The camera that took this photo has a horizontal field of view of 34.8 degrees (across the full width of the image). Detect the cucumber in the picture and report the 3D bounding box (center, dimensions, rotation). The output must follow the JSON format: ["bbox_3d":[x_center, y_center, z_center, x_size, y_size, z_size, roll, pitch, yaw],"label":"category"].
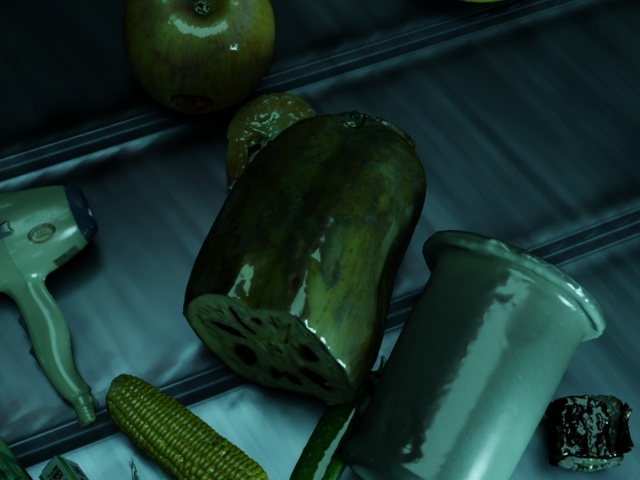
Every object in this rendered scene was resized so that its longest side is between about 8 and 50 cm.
[{"bbox_3d":[0.015,0.243,1.224,0.056,0.056,0.250,28,67,9],"label":"cucumber"}]

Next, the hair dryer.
[{"bbox_3d":[-0.419,0.085,1.250,0.295,0.119,0.298,-4,77,0],"label":"hair dryer"}]

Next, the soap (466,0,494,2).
[{"bbox_3d":[0.280,-0.532,1.581,0.306,0.115,0.427,44,69,12],"label":"soap"}]

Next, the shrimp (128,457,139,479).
[{"bbox_3d":[-0.211,0.329,1.161,0.065,0.057,0.165,-15,61,-1],"label":"shrimp"}]

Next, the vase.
[{"bbox_3d":[0.163,0.170,1.191,0.245,0.245,0.291,28,74,8],"label":"vase"}]

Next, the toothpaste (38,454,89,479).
[{"bbox_3d":[-0.252,0.308,1.130,0.037,0.043,0.178,-51,50,0],"label":"toothpaste"}]

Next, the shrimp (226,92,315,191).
[{"bbox_3d":[-0.083,-0.115,1.388,0.115,0.051,0.217,22,65,13],"label":"shrimp"}]

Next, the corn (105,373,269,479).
[{"bbox_3d":[-0.160,0.243,1.196,0.231,0.080,0.080,34,66,13],"label":"corn"}]

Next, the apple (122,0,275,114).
[{"bbox_3d":[-0.165,-0.280,1.384,0.211,0.188,0.211,1,68,-3],"label":"apple"}]

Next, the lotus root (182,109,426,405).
[{"bbox_3d":[0.000,0.000,1.239,0.250,0.250,0.346,24,65,7],"label":"lotus root"}]

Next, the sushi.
[{"bbox_3d":[0.320,0.230,1.230,0.094,0.098,0.084,2,62,1],"label":"sushi"}]

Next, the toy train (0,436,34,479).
[{"bbox_3d":[-0.387,0.276,1.070,0.167,0.238,0.299,-39,72,-13],"label":"toy train"}]
